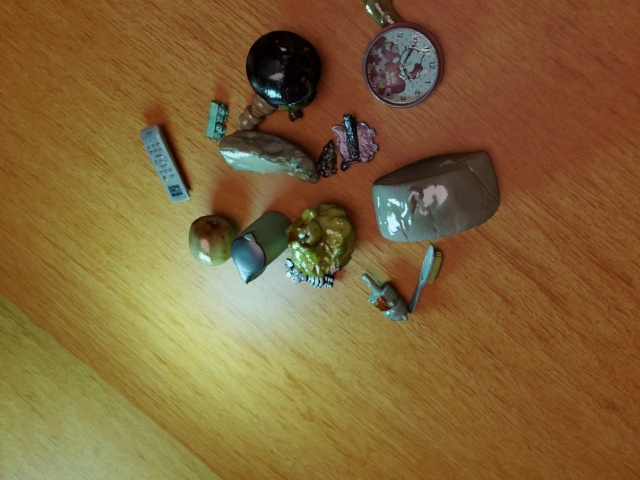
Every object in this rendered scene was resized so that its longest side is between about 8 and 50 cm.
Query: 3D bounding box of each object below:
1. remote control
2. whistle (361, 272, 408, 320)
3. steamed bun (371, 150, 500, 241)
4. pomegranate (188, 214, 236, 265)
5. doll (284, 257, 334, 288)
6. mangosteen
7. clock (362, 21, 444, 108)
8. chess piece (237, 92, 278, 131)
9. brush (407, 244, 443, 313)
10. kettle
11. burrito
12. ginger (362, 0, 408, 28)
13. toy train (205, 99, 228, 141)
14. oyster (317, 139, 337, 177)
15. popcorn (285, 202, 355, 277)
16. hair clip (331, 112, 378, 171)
[{"bbox_3d":[-0.625,-0.312,1.641,0.109,0.055,0.313,-6,115,30],"label":"remote control"},{"bbox_3d":[0.242,0.218,1.502,0.253,0.106,0.101,48,143,-11],"label":"whistle"},{"bbox_3d":[0.342,-0.118,1.236,0.382,0.236,0.247,-9,111,25],"label":"steamed bun"},{"bbox_3d":[-0.437,-0.001,1.617,0.206,0.207,0.208,8,116,18],"label":"pomegranate"},{"bbox_3d":[-0.051,0.139,1.606,0.219,0.067,0.091,16,122,16],"label":"doll"},{"bbox_3d":[-0.114,-0.503,1.271,0.231,0.232,0.289,20,145,12],"label":"mangosteen"},{"bbox_3d":[0.240,-0.511,1.189,0.244,0.056,0.245,14,130,17],"label":"clock"},{"bbox_3d":[-0.227,-0.447,1.398,0.170,0.094,0.094,-33,98,33],"label":"chess piece"},{"bbox_3d":[0.383,0.148,1.450,0.060,0.068,0.297,8,122,-6],"label":"brush"},{"bbox_3d":[-0.221,0.033,1.517,0.165,0.255,0.241,18,119,11],"label":"kettle"},{"bbox_3d":[-0.163,-0.296,1.398,0.331,0.190,0.135,13,76,11],"label":"burrito"},{"bbox_3d":[0.171,-0.699,1.138,0.131,0.086,0.295,-36,105,19],"label":"ginger"},{"bbox_3d":[-0.386,-0.441,1.493,0.070,0.038,0.148,26,120,12],"label":"toy train"},{"bbox_3d":[0.020,-0.284,1.408,0.085,0.029,0.132,-3,113,23],"label":"oyster"},{"bbox_3d":[0.000,0.000,1.445,0.251,0.215,0.287,24,117,-16],"label":"popcorn"},{"bbox_3d":[0.114,-0.336,1.342,0.145,0.056,0.187,-7,119,23],"label":"hair clip"}]
